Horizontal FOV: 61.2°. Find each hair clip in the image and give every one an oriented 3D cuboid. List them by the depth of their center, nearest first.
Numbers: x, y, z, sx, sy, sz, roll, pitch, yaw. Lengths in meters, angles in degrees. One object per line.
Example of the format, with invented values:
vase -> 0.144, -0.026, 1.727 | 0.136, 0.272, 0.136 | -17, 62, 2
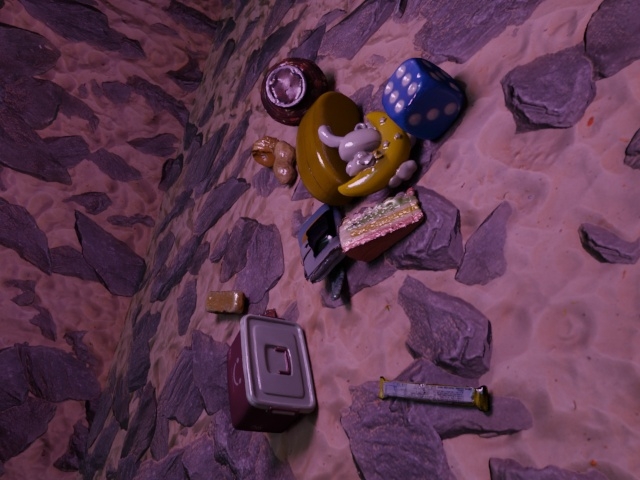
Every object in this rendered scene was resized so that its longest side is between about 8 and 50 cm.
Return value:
hair clip -> 0.036, 0.094, 1.453 | 0.066, 0.036, 0.229 | -49, 24, 20

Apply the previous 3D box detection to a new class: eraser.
eraser -> 0.248, -0.727, 1.649 | 0.019, 0.027, 0.099 | 2, 74, 51

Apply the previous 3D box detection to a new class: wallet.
wallet -> 0.000, 0.000, 1.510 | 0.170, 0.069, 0.231 | -44, 29, 23

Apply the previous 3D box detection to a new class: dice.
dice -> 0.243, -0.338, 1.297 | 0.146, 0.146, 0.143 | -53, 36, 32

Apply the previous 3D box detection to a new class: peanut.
peanut -> -0.125, -0.276, 1.913 | 0.089, 0.089, 0.193 | -36, 47, 43

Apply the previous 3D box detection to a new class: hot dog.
hot dog -> -0.330, 0.223, 1.926 | 0.242, 0.073, 0.084 | -11, 66, 52

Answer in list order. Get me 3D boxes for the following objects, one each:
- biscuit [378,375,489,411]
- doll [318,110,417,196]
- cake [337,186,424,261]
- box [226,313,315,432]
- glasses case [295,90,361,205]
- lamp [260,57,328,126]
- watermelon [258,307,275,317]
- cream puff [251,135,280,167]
biscuit -> 0.207, 0.299, 1.062 | 0.292, 0.026, 0.048 | -15, 63, 55
doll -> 0.125, -0.227, 1.386 | 0.252, 0.111, 0.237 | -16, 69, 19
cake -> 0.159, -0.033, 1.339 | 0.225, 0.090, 0.109 | -27, 45, 24
box -> -0.143, 0.360, 1.438 | 0.167, 0.193, 0.294 | -57, 32, 35
glasses case -> 0.021, -0.270, 1.576 | 0.141, 0.173, 0.371 | -42, 39, 44
lamp -> -0.089, -0.512, 1.873 | 0.247, 0.247, 0.247 | -36, 43, 43
watermelon -> -0.178, 0.271, 1.625 | 0.158, 0.121, 0.098 | -137, 50, -62
cream puff -> -0.191, -0.337, 2.028 | 0.133, 0.119, 0.104 | -7, 43, 27
